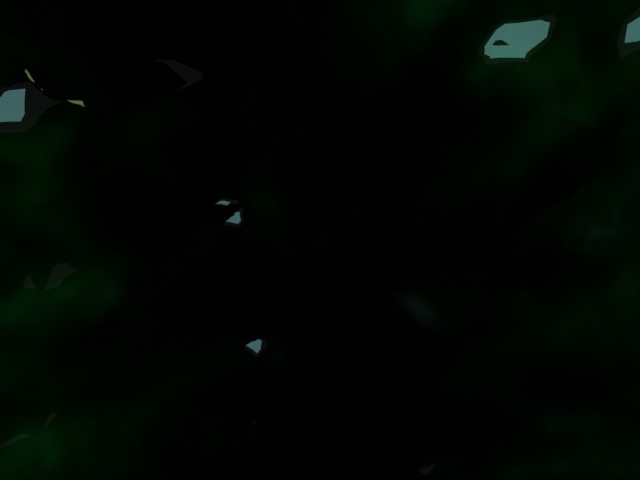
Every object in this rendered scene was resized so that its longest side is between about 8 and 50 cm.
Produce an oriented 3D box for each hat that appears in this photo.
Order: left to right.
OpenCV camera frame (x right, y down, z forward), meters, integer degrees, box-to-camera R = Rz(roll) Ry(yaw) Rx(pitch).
[{"bbox_3d":[0.000,0.000,0.483,0.242,0.274,0.332,-10,11,-1],"label":"hat"}]
